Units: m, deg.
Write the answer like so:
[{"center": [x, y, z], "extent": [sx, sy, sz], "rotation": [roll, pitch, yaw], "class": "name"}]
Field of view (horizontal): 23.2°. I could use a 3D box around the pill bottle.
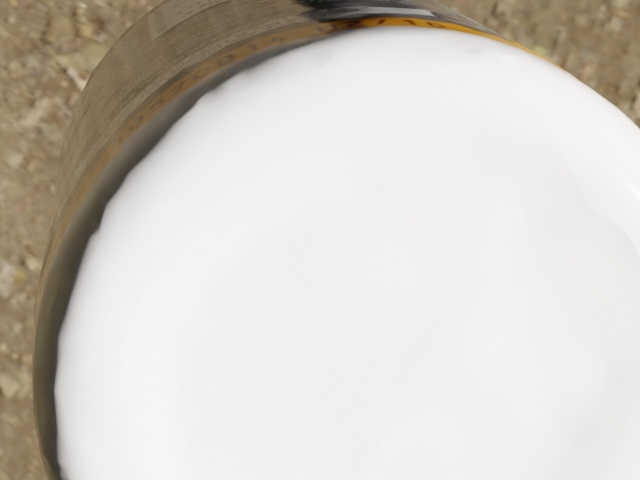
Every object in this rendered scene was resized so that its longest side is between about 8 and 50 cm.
[{"center": [0.000, 0.000, 0.467], "extent": [0.162, 0.278, 0.162], "rotation": [-2, 106, -7], "class": "pill bottle"}]
